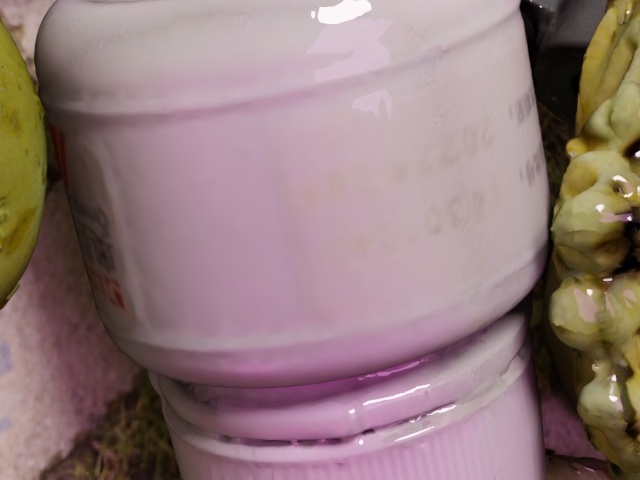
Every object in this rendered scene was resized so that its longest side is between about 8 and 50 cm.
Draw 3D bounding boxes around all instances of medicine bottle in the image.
[{"bbox_3d":[0.000,0.000,0.735,0.241,0.241,0.302,-23,112,-30],"label":"medicine bottle"}]

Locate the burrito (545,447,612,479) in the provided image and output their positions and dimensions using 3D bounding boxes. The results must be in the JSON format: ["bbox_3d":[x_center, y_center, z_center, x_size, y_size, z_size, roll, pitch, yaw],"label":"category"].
[{"bbox_3d":[0.092,0.195,0.882,0.348,0.107,0.175,11,69,-34],"label":"burrito"}]

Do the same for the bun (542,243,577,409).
[{"bbox_3d":[0.253,0.039,0.970,0.210,0.116,0.237,-28,103,-29],"label":"bun"}]

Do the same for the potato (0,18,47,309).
[{"bbox_3d":[-0.263,-0.051,0.578,0.304,0.216,0.216,13,83,-4],"label":"potato"}]

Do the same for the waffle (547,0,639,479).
[{"bbox_3d":[0.201,-0.011,0.788,0.317,0.073,0.297,-63,144,-34],"label":"waffle"}]

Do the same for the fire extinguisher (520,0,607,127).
[{"bbox_3d":[0.237,-0.262,0.947,0.200,0.113,0.376,39,66,-26],"label":"fire extinguisher"}]

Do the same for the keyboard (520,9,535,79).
[{"bbox_3d":[0.081,-0.205,0.915,0.087,0.017,0.250,-43,111,-23],"label":"keyboard"}]
